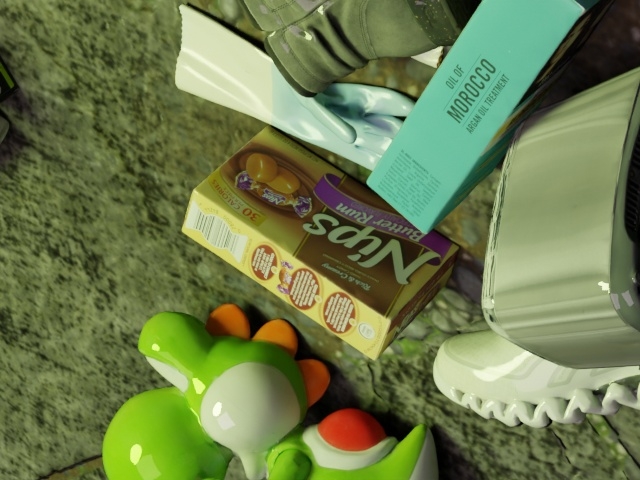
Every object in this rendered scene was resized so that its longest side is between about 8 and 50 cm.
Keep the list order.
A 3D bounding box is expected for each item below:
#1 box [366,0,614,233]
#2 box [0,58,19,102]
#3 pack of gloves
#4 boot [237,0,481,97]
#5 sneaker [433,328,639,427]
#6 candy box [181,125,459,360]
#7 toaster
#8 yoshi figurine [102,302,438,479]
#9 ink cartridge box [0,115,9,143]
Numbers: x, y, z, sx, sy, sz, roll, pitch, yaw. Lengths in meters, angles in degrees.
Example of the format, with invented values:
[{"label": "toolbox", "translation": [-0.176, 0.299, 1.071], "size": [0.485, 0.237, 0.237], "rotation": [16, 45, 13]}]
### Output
[{"label": "box", "translation": [0.125, -0.116, 1.335], "size": [0.060, 0.100, 0.244], "rotation": [41, 138, 8]}, {"label": "box", "translation": [-0.366, -0.160, 1.629], "size": [0.045, 0.184, 0.191], "rotation": [-17, 111, 42]}, {"label": "pack of gloves", "translation": [-0.021, -0.147, 1.468], "size": [0.232, 0.046, 0.195], "rotation": [24, 134, 23]}, {"label": "boot", "translation": [-0.006, -0.218, 1.346], "size": [0.161, 0.083, 0.247], "rotation": [-14, 113, 27]}, {"label": "sneaker", "translation": [0.213, 0.067, 1.413], "size": [0.292, 0.110, 0.118], "rotation": [-4, 111, 31]}, {"label": "candy box", "translation": [0.000, 0.000, 1.515], "size": [0.186, 0.109, 0.053], "rotation": [33, 136, 15]}, {"label": "toaster", "translation": [0.197, -0.003, 1.291], "size": [0.129, 0.227, 0.146], "rotation": [24, 157, -33]}, {"label": "yoshi figurine", "translation": [-0.041, 0.222, 1.660], "size": [0.362, 0.203, 0.203], "rotation": [42, 144, 9]}, {"label": "ink cartridge box", "translation": [-0.420, -0.120, 1.746], "size": [0.232, 0.066, 0.189], "rotation": [42, 137, -16]}]
